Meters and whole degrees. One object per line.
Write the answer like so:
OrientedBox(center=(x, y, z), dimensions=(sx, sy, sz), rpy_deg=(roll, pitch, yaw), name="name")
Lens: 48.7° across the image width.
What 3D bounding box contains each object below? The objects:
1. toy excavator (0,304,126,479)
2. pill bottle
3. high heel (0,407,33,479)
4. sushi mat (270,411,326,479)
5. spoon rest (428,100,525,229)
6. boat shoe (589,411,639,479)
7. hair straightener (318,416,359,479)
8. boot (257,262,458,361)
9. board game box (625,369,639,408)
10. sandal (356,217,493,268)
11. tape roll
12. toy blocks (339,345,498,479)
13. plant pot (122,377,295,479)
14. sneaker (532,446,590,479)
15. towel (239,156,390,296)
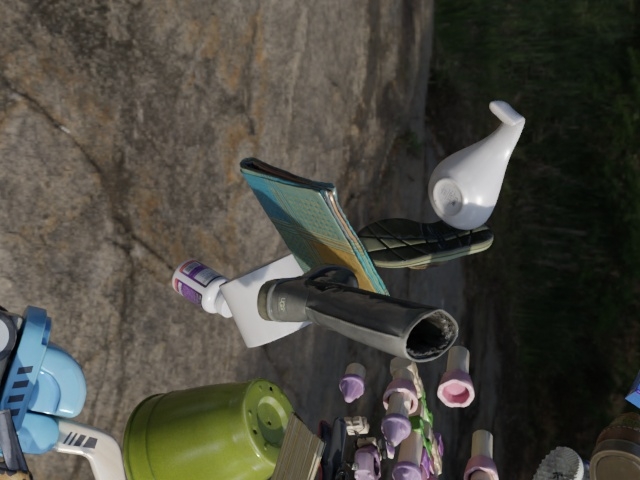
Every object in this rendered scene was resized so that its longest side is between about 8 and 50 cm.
OrientedBox(center=(-0.554, 0.369, 1.454), dimensions=(0.446, 0.222, 0.432), rpy_deg=(18, 80, -23), name="toy excavator")
OrientedBox(center=(-0.310, 0.135, 1.955), dimensions=(0.108, 0.194, 0.108), rpy_deg=(-34, 139, -37), name="pill bottle")
OrientedBox(center=(-0.630, 0.413, 1.189), dimensions=(0.093, 0.261, 0.186), rpy_deg=(-32, -105, 66), name="high heel")
OrientedBox(center=(-0.070, 0.456, 1.171), dimensions=(0.019, 0.151, 0.316), rpy_deg=(20, 87, -23), name="sushi mat")
OrientedBox(center=(0.276, -0.129, 1.235), dimensions=(0.084, 0.137, 0.276), rpy_deg=(-25, 154, -35), name="spoon rest")
OrientedBox(center=(0.427, 0.380, 0.969), dimensions=(0.104, 0.111, 0.307), rpy_deg=(-38, 130, -50), name="boat shoe")
OrientedBox(center=(0.029, 0.447, 1.366), dimensions=(0.047, 0.089, 0.230), rpy_deg=(45, 37, -31), name="hair straightener")
OrientedBox(center=(0.058, 0.076, 0.796), dimensions=(0.190, 0.209, 0.076), rpy_deg=(-15, 103, -53), name="boot")
OrientedBox(center=(0.790, 0.311, 1.557), dimensions=(0.210, 0.160, 0.047), rpy_deg=(-48, 165, -30), name="board game box")
OrientedBox(center=(0.216, 0.018, 1.468), dimensions=(0.086, 0.303, 0.120), rpy_deg=(103, -23, -46), name="sandal")
OrientedBox(center=(-0.104, 0.135, 1.729), dimensions=(0.169, 0.246, 0.246), rpy_deg=(66, 25, -1), name="tape roll")
OrientedBox(center=(0.163, 0.400, 1.350), dimensions=(0.260, 0.309, 0.288), rpy_deg=(-66, 141, -58), name="toy blocks")
OrientedBox(center=(-0.258, 0.529, 1.867), dimensions=(0.366, 0.353, 0.366), rpy_deg=(45, 30, -36), name="plant pot")
OrientedBox(center=(0.447, 0.550, 1.394), dimensions=(0.146, 0.293, 0.102), rpy_deg=(32, 14, -30), name="sneaker")
OrientedBox(center=(0.000, 0.000, 1.399), dimensions=(0.040, 0.271, 0.370), rpy_deg=(-47, 131, -19), name="towel")
